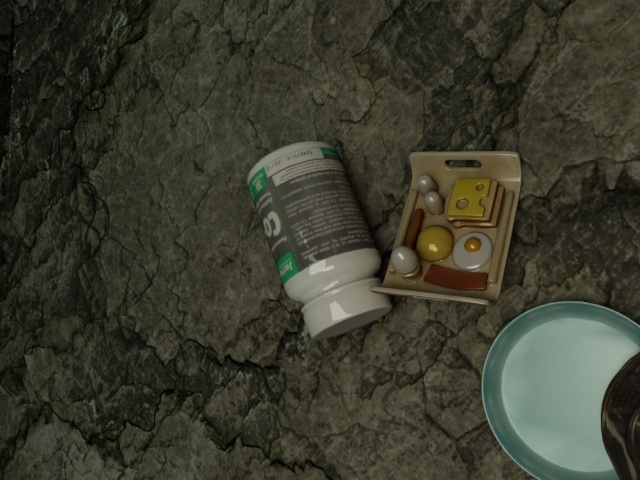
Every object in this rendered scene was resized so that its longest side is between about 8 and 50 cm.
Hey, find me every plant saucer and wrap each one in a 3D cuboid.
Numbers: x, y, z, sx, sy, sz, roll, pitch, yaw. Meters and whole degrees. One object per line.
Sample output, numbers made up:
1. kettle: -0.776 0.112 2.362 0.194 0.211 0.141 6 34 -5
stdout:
1. plant saucer: 0.435 0.262 1.068 0.317 0.043 0.318 -2 86 31

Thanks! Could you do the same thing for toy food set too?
1. toy food set: 0.227 -0.030 1.137 0.219 0.092 0.306 4 63 32

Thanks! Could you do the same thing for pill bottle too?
1. pill bottle: 0.000 0.000 1.264 0.204 0.204 0.361 -30 71 27

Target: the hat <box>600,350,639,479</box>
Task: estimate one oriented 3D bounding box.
1. hat: 0.531 0.299 0.869 0.331 0.133 0.332 -5 83 44
